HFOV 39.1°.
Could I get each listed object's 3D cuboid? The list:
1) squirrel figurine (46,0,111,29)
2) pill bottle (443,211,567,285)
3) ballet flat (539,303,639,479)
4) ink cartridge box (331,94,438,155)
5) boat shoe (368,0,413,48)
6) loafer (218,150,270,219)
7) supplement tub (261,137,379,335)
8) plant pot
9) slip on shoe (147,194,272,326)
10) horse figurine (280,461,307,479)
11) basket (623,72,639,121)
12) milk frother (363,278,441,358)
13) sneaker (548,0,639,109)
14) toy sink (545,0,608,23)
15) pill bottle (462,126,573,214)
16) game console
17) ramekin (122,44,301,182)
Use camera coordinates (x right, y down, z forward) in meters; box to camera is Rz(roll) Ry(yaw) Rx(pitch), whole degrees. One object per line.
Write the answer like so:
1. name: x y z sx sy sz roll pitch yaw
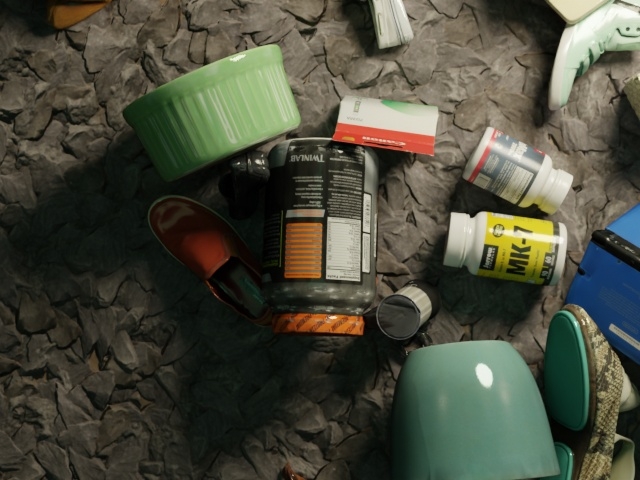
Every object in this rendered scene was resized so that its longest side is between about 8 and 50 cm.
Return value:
1. squirrel figurine: -0.439 -0.588 1.583 0.397 0.370 0.281 -19 88 4
2. pill bottle: 0.335 0.012 1.650 0.208 0.119 0.119 8 90 5
3. ballet flat: 0.490 0.352 1.635 0.182 0.164 0.482 1 96 -17
4. ink cartridge box: 0.119 -0.211 1.614 0.181 0.224 0.056 9 106 4
5. boat shoe: 0.105 -0.471 1.686 0.076 0.083 0.226 -19 89 3
6. loafer: -0.149 -0.099 1.638 0.078 0.223 0.076 -1 69 -15
7. supplement tub: 0.000 0.000 1.611 0.207 0.207 0.338 2 82 4
8. plant pot: 0.257 0.302 1.580 0.293 0.293 0.235 -5 76 4
9. slip on shoe: -0.195 0.035 1.698 0.331 0.101 0.123 44 95 5
10. horse figurine: -0.052 0.562 1.703 0.174 0.066 0.263 11 93 10
11. basket: 0.618 -0.265 1.607 0.103 0.167 0.113 -27 88 8
12. milk frother: 0.163 0.160 1.651 0.129 0.135 0.143 -35 85 26
13. sneaker: 0.512 -0.345 1.645 0.151 0.094 0.256 19 89 11
14. toy sink: 0.431 -0.531 1.600 0.153 0.131 0.234 -35 65 4
15. pill bottle: 0.363 -0.123 1.653 0.180 0.108 0.108 27 92 3
16. game console: 0.625 0.084 1.594 0.293 0.173 0.250 41 125 42
17. ramekin: -0.183 -0.218 1.606 0.303 0.303 0.148 -23 95 4
